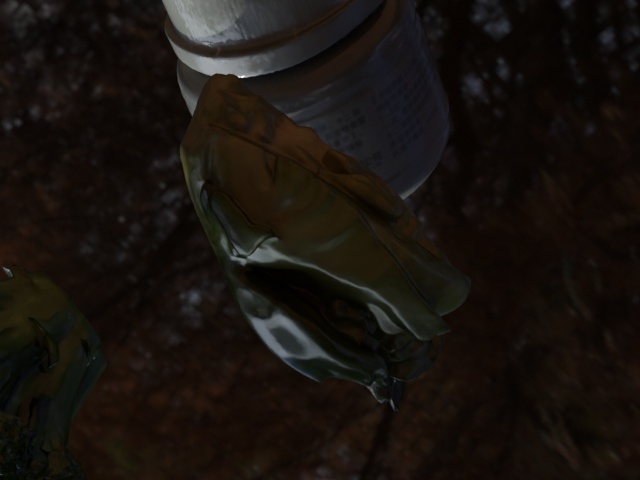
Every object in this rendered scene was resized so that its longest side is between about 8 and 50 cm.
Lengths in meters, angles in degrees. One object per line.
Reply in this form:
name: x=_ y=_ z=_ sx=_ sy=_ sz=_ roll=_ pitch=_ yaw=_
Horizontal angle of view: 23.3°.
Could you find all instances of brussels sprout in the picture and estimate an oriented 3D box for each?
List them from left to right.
brussels sprout: x=-0.003 y=0.001 z=0.776 sx=0.100 sy=0.181 sz=0.139 roll=-52 pitch=-167 yaw=10

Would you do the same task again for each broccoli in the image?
broccoli: x=-0.252 y=0.116 z=1.028 sx=0.241 sy=0.269 sz=0.261 roll=-39 pitch=167 yaw=-26

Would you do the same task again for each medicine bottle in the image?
medicine bottle: x=-0.022 y=-0.189 z=1.512 sx=0.245 sy=0.306 sz=0.245 roll=-15 pitch=-144 yaw=11
